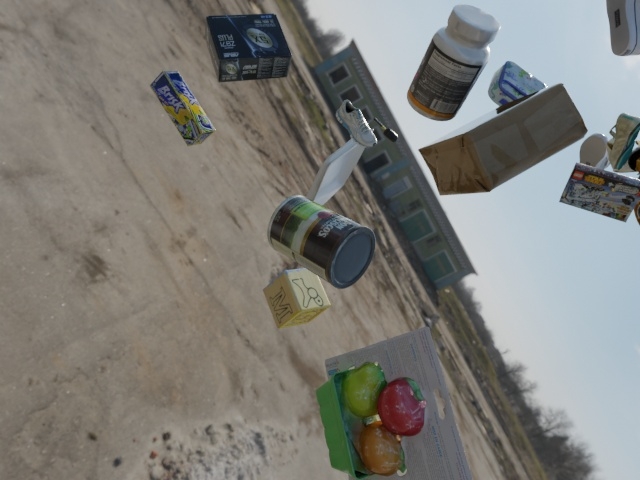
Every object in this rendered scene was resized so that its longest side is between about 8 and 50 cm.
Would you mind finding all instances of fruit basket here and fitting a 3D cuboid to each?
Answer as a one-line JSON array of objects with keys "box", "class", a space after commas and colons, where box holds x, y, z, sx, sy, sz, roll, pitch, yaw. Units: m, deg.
[{"box": [0.158, 0.392, 1.127, 0.166, 0.353, 0.326, 6, 63, -46], "class": "fruit basket"}]

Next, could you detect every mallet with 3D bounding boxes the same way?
[{"box": [0.277, -0.476, 2.151, 0.062, 0.039, 0.189, 34, 18, -30], "class": "mallet"}]

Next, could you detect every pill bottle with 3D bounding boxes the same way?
[{"box": [0.360, -0.480, 1.374, 0.278, 0.162, 0.162, 113, -36, -47], "class": "pill bottle"}]

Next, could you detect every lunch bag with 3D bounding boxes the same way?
[{"box": [0.719, -0.528, 1.813, 0.219, 0.176, 0.090, 33, -29, -10], "class": "lunch bag"}]

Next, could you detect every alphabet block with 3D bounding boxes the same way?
[{"box": [-0.106, 0.253, 2.219, 0.193, 0.193, 0.197, -3, 61, -41], "class": "alphabet block"}]

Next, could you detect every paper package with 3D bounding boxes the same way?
[{"box": [0.495, -0.272, 1.418, 0.168, 0.325, 0.309, 62, -10, -8], "class": "paper package"}]

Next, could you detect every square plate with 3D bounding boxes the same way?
[{"box": [0.055, -0.270, 2.033, 0.049, 0.347, 0.344, 38, 48, 8], "class": "square plate"}]

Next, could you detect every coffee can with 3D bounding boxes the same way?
[{"box": [0.000, 0.000, 1.546, 0.275, 0.201, 0.201, 29, -12, 36], "class": "coffee can"}]

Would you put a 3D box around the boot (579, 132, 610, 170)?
[{"box": [1.045, -0.332, 1.888, 0.095, 0.123, 0.258, 40, -16, 31], "class": "boot"}]

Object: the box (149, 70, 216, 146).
[{"box": [-0.321, -0.308, 1.170, 0.168, 0.059, 0.054, 57, 31, -1], "class": "box"}]

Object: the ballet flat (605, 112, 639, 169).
[{"box": [0.631, -0.210, 1.055, 0.052, 0.057, 0.168, 43, -8, 29], "class": "ballet flat"}]

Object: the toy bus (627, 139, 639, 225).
[{"box": [0.887, -0.145, 1.236, 0.149, 0.212, 0.220, -65, 141, -53], "class": "toy bus"}]

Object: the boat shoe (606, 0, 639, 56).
[{"box": [0.827, -0.617, 1.337, 0.095, 0.084, 0.257, -164, -106, -81], "class": "boat shoe"}]

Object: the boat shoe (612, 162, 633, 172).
[{"box": [1.094, -0.268, 1.720, 0.063, 0.170, 0.059, -94, 178, -75], "class": "boat shoe"}]

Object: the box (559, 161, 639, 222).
[{"box": [0.584, -0.100, 1.045, 0.027, 0.137, 0.093, -53, 156, -37], "class": "box"}]

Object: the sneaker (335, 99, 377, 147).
[{"box": [0.125, -0.397, 1.698, 0.190, 0.071, 0.083, 50, -27, 13], "class": "sneaker"}]

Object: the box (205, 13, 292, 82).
[{"box": [-0.180, -0.477, 1.241, 0.077, 0.180, 0.147, 116, -41, -60], "class": "box"}]
